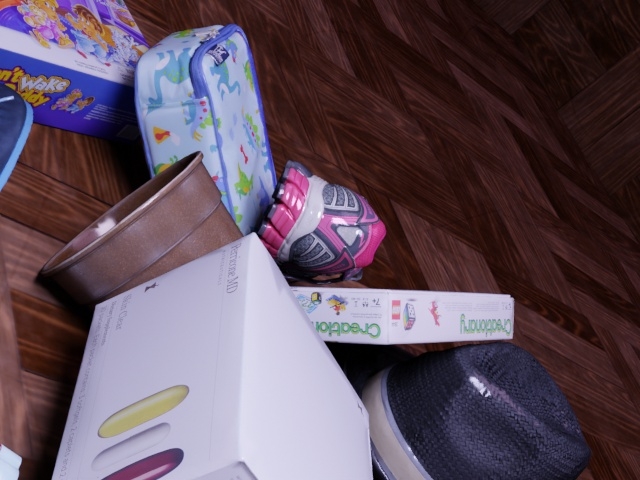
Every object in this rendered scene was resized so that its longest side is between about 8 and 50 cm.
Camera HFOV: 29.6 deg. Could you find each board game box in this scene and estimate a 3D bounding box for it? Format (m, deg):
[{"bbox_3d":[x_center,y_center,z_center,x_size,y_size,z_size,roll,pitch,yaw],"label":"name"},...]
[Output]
[{"bbox_3d":[0.053,0.075,1.239,0.305,0.193,0.053,6,85,-59],"label":"board game box"},{"bbox_3d":[-0.316,-0.228,1.165,0.347,0.078,0.233,9,46,-58],"label":"board game box"}]

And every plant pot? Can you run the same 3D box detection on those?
[{"bbox_3d":[-0.118,0.038,1.024,0.165,0.167,0.167,53,21,-12],"label":"plant pot"}]

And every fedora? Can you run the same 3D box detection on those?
[{"bbox_3d":[0.180,0.203,1.315,0.334,0.152,0.334,41,23,-22],"label":"fedora"}]

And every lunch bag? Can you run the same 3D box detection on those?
[{"bbox_3d":[-0.109,-0.102,1.216,0.176,0.090,0.218,-59,142,-67],"label":"lunch bag"}]

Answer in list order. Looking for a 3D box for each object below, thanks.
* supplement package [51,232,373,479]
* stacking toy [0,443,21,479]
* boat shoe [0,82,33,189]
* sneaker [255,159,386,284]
[{"bbox_3d":[-0.064,0.161,0.851,0.204,0.145,0.262,60,13,-27],"label":"supplement package"},{"bbox_3d":[-0.213,0.177,0.747,0.167,0.052,0.221,40,23,-24],"label":"stacking toy"},{"bbox_3d":[-0.286,-0.062,0.923,0.089,0.109,0.258,37,23,-21],"label":"boat shoe"},{"bbox_3d":[0.000,0.000,1.245,0.112,0.120,0.299,24,0,1],"label":"sneaker"}]
